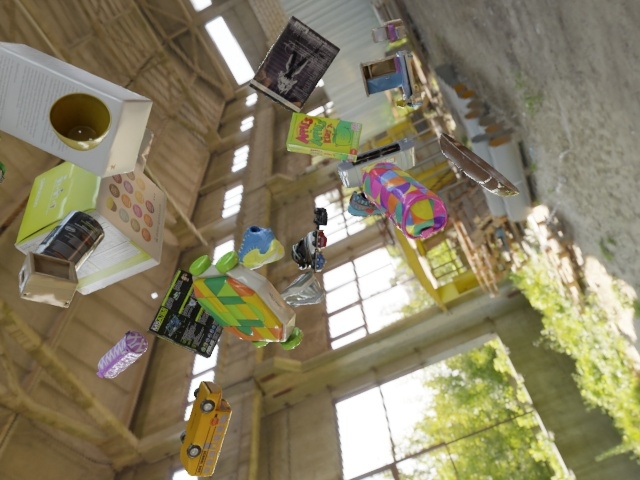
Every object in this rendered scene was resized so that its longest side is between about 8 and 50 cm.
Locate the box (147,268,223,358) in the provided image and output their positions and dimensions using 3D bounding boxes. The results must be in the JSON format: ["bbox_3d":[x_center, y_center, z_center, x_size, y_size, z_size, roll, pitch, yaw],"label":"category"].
[{"bbox_3d":[-0.347,0.200,1.649,0.184,0.190,0.045,26,157,-10],"label":"box"}]

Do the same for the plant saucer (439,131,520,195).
[{"bbox_3d":[0.488,-0.231,1.897,0.311,0.050,0.310,34,-161,-13],"label":"plant saucer"}]

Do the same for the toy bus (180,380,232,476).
[{"bbox_3d":[-0.415,0.679,2.182,0.130,0.332,0.108,13,-170,-30],"label":"toy bus"}]

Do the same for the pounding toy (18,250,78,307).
[{"bbox_3d":[-0.658,0.101,1.467,0.130,0.100,0.141,20,-164,-35],"label":"pounding toy"}]

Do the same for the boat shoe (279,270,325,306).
[{"bbox_3d":[-0.060,0.181,2.062,0.103,0.118,0.320,49,161,0],"label":"boat shoe"}]

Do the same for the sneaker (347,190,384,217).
[{"bbox_3d":[0.236,-0.174,2.505,0.104,0.262,0.125,36,131,49],"label":"sneaker"}]

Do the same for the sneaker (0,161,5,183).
[{"bbox_3d":[-0.903,-0.144,1.597,0.146,0.134,0.343,-11,-61,-47],"label":"sneaker"}]

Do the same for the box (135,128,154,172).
[{"bbox_3d":[-0.750,-0.360,2.268,0.181,0.119,0.182,31,-118,-47],"label":"box"}]

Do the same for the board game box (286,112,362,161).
[{"bbox_3d":[0.011,-0.266,1.556,0.043,0.181,0.092,91,-170,-74],"label":"board game box"}]

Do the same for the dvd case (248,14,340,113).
[{"bbox_3d":[-0.072,-0.478,1.664,0.164,0.221,0.018,27,-161,-27],"label":"dvd case"}]

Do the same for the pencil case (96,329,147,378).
[{"bbox_3d":[-0.645,0.375,1.964,0.086,0.206,0.088,42,-146,-10],"label":"pencil case"}]

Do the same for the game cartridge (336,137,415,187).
[{"bbox_3d":[0.218,-0.288,2.298,0.198,0.297,0.062,61,-168,-66],"label":"game cartridge"}]

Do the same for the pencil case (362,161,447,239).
[{"bbox_3d":[0.163,-0.082,1.209,0.104,0.104,0.236,59,179,-27],"label":"pencil case"}]

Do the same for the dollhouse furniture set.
[{"bbox_3d":[0.249,-0.649,2.270,0.303,0.198,0.286,-87,-19,-64],"label":"dollhouse furniture set"}]

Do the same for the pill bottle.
[{"bbox_3d":[-0.755,0.036,1.768,0.130,0.130,0.245,58,-139,-33],"label":"pill bottle"}]

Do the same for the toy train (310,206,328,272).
[{"bbox_3d":[0.000,0.000,1.421,0.027,0.036,0.158,-12,-72,-62],"label":"toy train"}]

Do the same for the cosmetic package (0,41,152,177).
[{"bbox_3d":[-0.738,-0.378,1.724,0.453,0.230,0.161,25,-162,8],"label":"cosmetic package"}]

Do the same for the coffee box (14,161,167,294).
[{"bbox_3d":[-0.785,-0.074,2.112,0.334,0.338,0.337,52,-157,-46],"label":"coffee box"}]

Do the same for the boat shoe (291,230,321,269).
[{"bbox_3d":[-0.048,0.042,2.033,0.301,0.102,0.108,89,177,-78],"label":"boat shoe"}]

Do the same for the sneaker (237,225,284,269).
[{"bbox_3d":[-0.212,0.023,1.893,0.091,0.240,0.126,-15,-93,-52],"label":"sneaker"}]

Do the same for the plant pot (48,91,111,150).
[{"bbox_3d":[-0.559,-0.264,1.413,0.134,0.134,0.095,68,155,15],"label":"plant pot"}]

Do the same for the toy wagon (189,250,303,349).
[{"bbox_3d":[-0.201,0.151,1.426,0.267,0.344,0.068,54,-126,-22],"label":"toy wagon"}]
